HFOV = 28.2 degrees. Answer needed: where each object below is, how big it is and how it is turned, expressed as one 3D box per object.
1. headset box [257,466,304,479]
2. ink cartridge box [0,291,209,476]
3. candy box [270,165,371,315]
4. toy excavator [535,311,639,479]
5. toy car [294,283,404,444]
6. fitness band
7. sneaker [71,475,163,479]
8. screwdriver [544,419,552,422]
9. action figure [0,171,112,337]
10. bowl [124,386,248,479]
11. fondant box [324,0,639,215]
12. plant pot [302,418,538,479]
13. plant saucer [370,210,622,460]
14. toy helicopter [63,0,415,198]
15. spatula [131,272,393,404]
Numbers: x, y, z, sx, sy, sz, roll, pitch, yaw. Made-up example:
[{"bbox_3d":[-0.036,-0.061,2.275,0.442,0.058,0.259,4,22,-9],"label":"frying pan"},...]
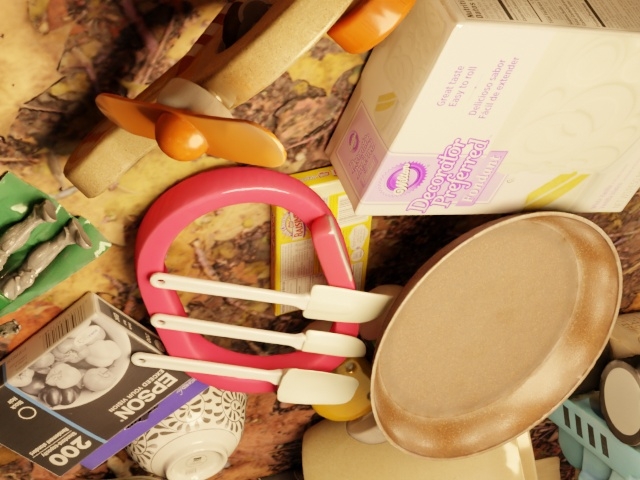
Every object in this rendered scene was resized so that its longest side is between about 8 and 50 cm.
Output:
[{"bbox_3d":[0.047,0.426,1.781,0.283,0.131,0.246,-13,131,-15],"label":"headset box"},{"bbox_3d":[-0.243,0.169,1.367,0.206,0.045,0.208,-37,131,17],"label":"ink cartridge box"},{"bbox_3d":[0.000,0.000,1.333,0.105,0.027,0.206,-11,143,-12],"label":"candy box"},{"bbox_3d":[0.391,0.294,1.723,0.222,0.433,0.445,-6,110,-23],"label":"toy excavator"},{"bbox_3d":[0.068,0.128,1.450,0.182,0.136,0.159,-30,109,13],"label":"toy car"},{"bbox_3d":[-0.071,0.046,1.285,0.209,0.054,0.291,-12,134,5],"label":"fitness band"},{"bbox_3d":[-0.205,0.328,1.548,0.222,0.083,0.118,2,168,33],"label":"sneaker"},{"bbox_3d":[0.410,0.272,1.921,0.170,0.024,0.025,-5,112,-22],"label":"screwdriver"},{"bbox_3d":[-0.319,0.052,1.178,0.232,0.063,0.137,-40,130,10],"label":"action figure"},{"bbox_3d":[-0.156,0.234,1.501,0.170,0.080,0.170,-15,143,-11],"label":"bowl"},{"bbox_3d":[0.200,-0.135,1.215,0.330,0.096,0.238,-1,139,-28],"label":"fondant box"},{"bbox_3d":[0.125,0.279,1.609,0.274,0.256,0.256,-12,146,12],"label":"plant pot"},{"bbox_3d":[0.178,0.095,1.334,0.310,0.050,0.311,-16,127,-22],"label":"plant saucer"},{"bbox_3d":[-0.094,-0.116,0.988,0.140,0.235,0.355,40,133,-21],"label":"toy helicopter"},{"bbox_3d":[-0.064,0.101,1.289,0.242,0.019,0.168,8,134,-14],"label":"spatula"}]
